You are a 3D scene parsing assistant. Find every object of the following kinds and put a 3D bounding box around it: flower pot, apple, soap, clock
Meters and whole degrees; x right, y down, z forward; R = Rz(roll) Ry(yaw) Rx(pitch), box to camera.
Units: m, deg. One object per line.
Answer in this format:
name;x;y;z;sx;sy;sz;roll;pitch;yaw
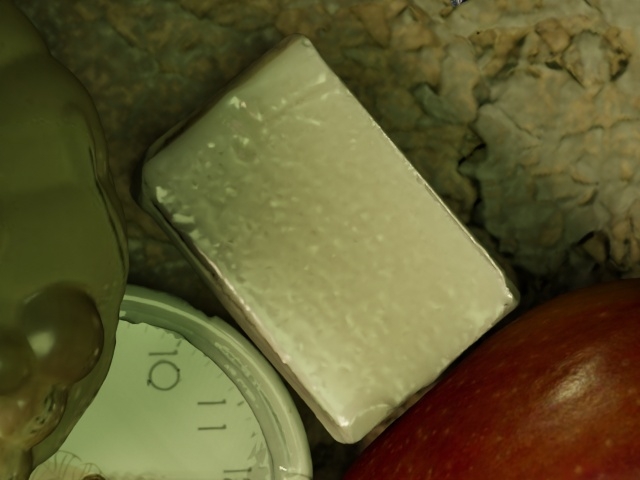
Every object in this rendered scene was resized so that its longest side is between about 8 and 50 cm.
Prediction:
flower pot;-0.241;0.007;0.753;0.308;0.244;0.307;0;92;0
apple;0.158;0.166;0.864;0.317;0.288;0.288;-29;105;9
soap;0.000;0.000;0.883;0.121;0.064;0.183;-39;89;-7
clock;-0.123;0.133;0.923;0.236;0.053;0.236;-2;99;-10

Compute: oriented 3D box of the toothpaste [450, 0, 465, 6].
toothpaste;0.106;-0.151;0.924;0.083;0.015;0.024;-21;97;0
